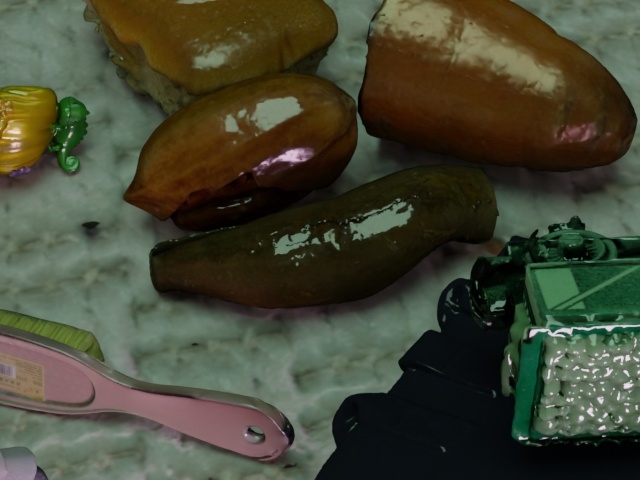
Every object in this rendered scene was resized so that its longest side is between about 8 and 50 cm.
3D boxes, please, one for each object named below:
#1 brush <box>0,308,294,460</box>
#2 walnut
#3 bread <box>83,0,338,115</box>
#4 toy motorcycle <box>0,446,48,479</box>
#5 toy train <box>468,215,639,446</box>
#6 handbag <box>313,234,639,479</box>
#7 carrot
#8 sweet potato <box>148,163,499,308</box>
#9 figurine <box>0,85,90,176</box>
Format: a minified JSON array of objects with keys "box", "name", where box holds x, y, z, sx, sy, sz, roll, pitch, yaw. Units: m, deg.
[{"box":[-0.162,0.100,1.302,0.312,0.072,0.067,12,40,15],"name":"brush"},{"box":[-0.065,-0.069,1.387,0.207,0.116,0.116,-21,51,4],"name":"walnut"},{"box":[-0.104,-0.199,1.499,0.174,0.121,0.245,-31,52,-16],"name":"bread"},{"box":[-0.315,0.196,1.171,0.260,0.171,0.110,-24,51,-16],"name":"toy motorcycle"},{"box":[0.233,0.051,1.106,0.269,0.115,0.154,-2,38,-4],"name":"toy train"},{"box":[0.190,0.147,1.166,0.329,0.122,0.303,18,43,26],"name":"handbag"},{"box":[0.152,-0.130,1.392,0.225,0.159,0.159,21,56,19],"name":"carrot"},{"box":[0.002,0.007,1.354,0.285,0.085,0.112,-17,16,6],"name":"sweet potato"},{"box":[-0.280,-0.083,1.460,0.156,0.115,0.095,5,15,-13],"name":"figurine"}]
